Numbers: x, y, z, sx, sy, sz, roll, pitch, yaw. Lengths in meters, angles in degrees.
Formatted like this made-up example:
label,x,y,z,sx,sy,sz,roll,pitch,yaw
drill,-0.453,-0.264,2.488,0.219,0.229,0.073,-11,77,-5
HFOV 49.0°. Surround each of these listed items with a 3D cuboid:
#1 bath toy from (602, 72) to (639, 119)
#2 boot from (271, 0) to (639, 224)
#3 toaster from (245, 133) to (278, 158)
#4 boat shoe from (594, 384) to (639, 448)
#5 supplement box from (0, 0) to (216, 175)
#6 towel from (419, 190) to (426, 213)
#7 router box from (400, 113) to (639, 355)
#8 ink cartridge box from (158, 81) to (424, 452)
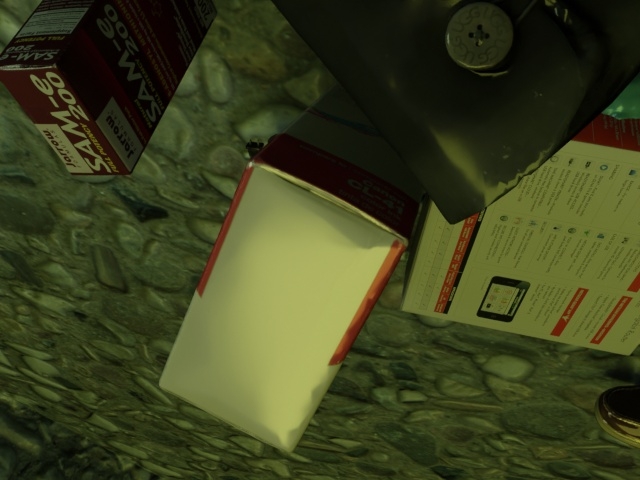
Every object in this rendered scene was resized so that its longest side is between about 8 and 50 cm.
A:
label,x,y,z,sx,sy,sz,roll,pitch,yaw
bath toy,0.246,-0.242,0.486,0.129,0.151,0.348,42,164,44
boot,-0.036,-0.184,0.473,0.445,0.146,0.367,44,111,-8
toaster,0.013,-0.050,0.877,0.146,0.129,0.227,-2,136,20
boat shoe,0.601,0.253,1.062,0.342,0.123,0.123,6,131,18
supplement box,-0.188,-0.191,0.661,0.073,0.239,0.130,3,144,21
towel,0.273,0.011,0.926,0.209,0.034,0.285,-11,137,34
router box,0.267,-0.012,0.805,0.301,0.082,0.335,11,141,3
ink cartridge box,0.000,0.000,0.642,0.131,0.306,0.226,27,118,4
